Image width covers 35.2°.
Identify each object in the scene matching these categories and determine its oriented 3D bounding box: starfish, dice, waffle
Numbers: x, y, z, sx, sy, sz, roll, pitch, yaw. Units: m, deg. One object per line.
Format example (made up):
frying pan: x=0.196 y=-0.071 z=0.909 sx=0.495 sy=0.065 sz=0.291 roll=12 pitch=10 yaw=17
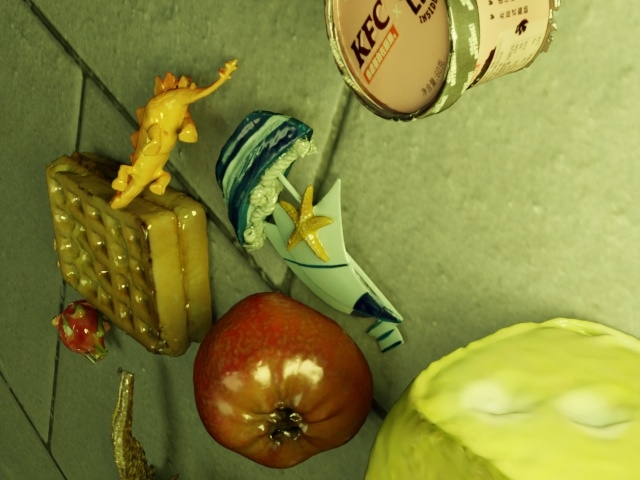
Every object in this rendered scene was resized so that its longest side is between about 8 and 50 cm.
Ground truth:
starfish: x=-0.348 y=0.441 z=1.623 sx=0.132 sy=0.384 sz=0.398 roll=21 pitch=156 yaw=-3
dice: x=0.186 y=0.215 z=0.781 sx=0.233 sy=0.238 sz=0.227 roll=35 pitch=131 yaw=41
waffle: x=-0.278 y=0.010 z=1.438 sx=0.327 sy=0.098 sz=0.224 roll=26 pitch=125 yaw=47

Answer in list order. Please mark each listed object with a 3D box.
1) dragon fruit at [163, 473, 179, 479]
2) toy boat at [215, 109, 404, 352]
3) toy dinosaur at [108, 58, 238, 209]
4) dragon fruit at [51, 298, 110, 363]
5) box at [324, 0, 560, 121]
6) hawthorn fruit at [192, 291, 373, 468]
dragon fruit: x=-0.179 y=0.494 z=1.480 sx=0.290 sy=0.189 sz=0.291 roll=24 pitch=127 yaw=36
toy boat: x=0.000 y=0.000 z=1.107 sx=0.291 sy=0.067 sz=0.220 roll=48 pitch=142 yaw=11
toy dinosaur: x=-0.191 y=-0.146 z=1.247 sx=0.288 sy=0.070 sz=0.117 roll=-49 pitch=37 yaw=32
dragon fruit: x=-0.389 y=0.152 z=1.671 sx=0.086 sy=0.081 sz=0.116 roll=-42 pitch=71 yaw=42
box: x=0.100 y=-0.179 z=0.793 sx=0.151 sy=0.135 sz=0.151 roll=32 pitch=130 yaw=47
hawthorn fruit: x=-0.048 y=0.137 z=1.135 sx=0.225 sy=0.196 sz=0.197 roll=-106 pitch=18 yaw=-56
